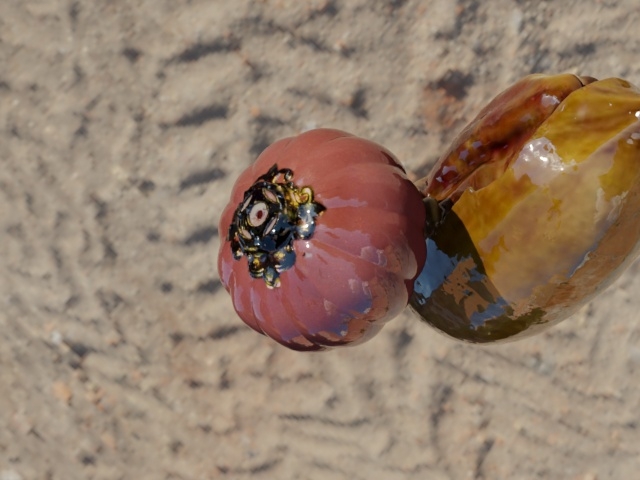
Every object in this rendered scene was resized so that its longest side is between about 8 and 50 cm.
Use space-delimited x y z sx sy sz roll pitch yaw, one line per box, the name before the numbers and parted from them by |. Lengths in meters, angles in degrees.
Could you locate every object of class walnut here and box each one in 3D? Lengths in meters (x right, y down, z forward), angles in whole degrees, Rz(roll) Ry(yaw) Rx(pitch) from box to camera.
walnut | 0.105 -0.017 0.689 0.116 0.116 0.207 40 145 -3

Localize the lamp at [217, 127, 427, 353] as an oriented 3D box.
lamp | 0.000 0.000 0.649 0.108 0.107 0.092 2 165 39
